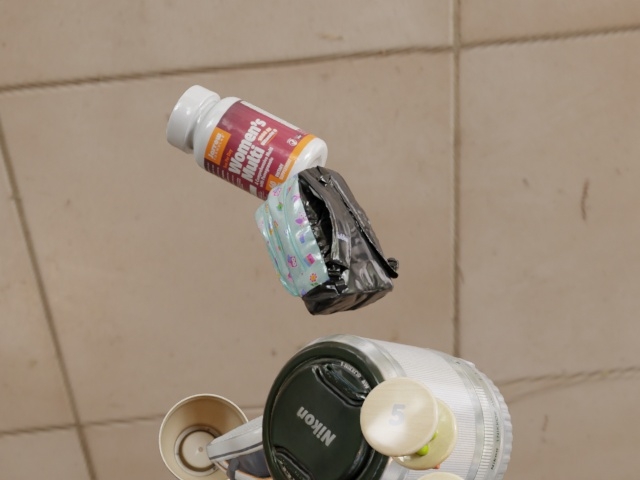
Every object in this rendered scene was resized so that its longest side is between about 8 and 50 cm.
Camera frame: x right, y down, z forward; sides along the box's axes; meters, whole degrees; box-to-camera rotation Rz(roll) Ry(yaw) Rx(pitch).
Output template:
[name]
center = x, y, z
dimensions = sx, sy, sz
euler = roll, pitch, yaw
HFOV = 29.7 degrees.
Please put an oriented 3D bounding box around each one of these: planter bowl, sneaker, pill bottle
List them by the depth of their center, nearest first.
[sneaker]
center = -0.085, 0.328, 1.771
dimensions = 0.126, 0.321, 0.127
euler = -27, 88, -14
[pill bottle]
center = -0.111, -0.140, 1.796
dimensions = 0.221, 0.121, 0.121
euler = 27, 125, 12
[planter bowl]
center = -0.208, 0.362, 2.132
dimensions = 0.162, 0.162, 0.109
euler = 6, 159, -10

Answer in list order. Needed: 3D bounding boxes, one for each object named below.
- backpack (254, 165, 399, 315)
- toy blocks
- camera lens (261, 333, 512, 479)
[backpack]
center = 0.000, 0.000, 1.503
dimensions = 0.115, 0.182, 0.152
euler = -33, 164, 27
[toy blocks]
center = 0.086, 0.167, 0.818
dimensions = 0.054, 0.123, 0.148
euler = -26, 150, 8
[camera lens]
center = 0.081, 0.235, 1.482
dimensions = 0.219, 0.219, 0.274
euler = -44, 145, 24
